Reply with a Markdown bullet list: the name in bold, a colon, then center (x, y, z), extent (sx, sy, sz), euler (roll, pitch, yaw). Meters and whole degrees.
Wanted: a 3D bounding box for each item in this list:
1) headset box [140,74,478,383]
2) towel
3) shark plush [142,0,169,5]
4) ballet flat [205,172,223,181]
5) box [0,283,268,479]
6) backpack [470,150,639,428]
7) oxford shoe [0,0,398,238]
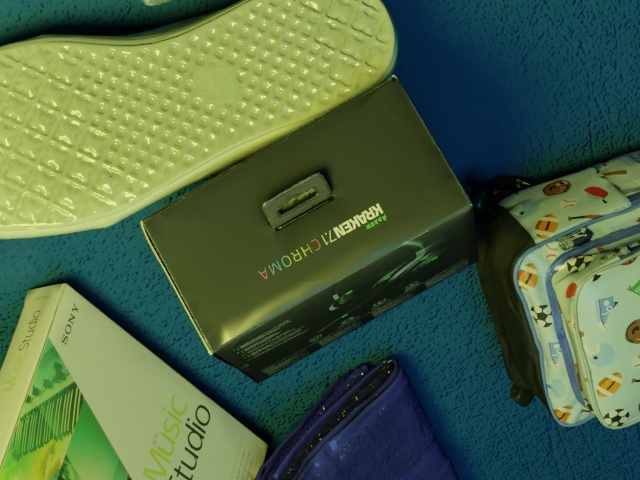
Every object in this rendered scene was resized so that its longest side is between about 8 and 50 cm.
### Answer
- **headset box**: center (0.000, 0.000, 1.415), extent (0.246, 0.131, 0.283), euler (-30, 168, 2)
- **towel**: center (0.048, 0.295, 1.738), extent (0.227, 0.076, 0.308), euler (-44, 130, -21)
- **shark plush**: center (-0.077, -0.231, 1.358), extent (0.161, 0.067, 0.073), euler (-9, 126, -17)
- **ballet flat**: center (-0.035, -0.082, 1.501), extent (0.173, 0.049, 0.057), euler (-4, 137, -28)
- **box**: center (-0.187, 0.221, 1.536), extent (0.058, 0.232, 0.322), euler (-13, 139, 37)
- **backpack**: center (0.309, 0.039, 1.629), extent (0.263, 0.213, 0.276), euler (-29, 127, -15)
- **oxford shoe**: center (-0.151, -0.106, 1.378), extent (0.449, 0.130, 0.169), euler (-19, 88, -9)
